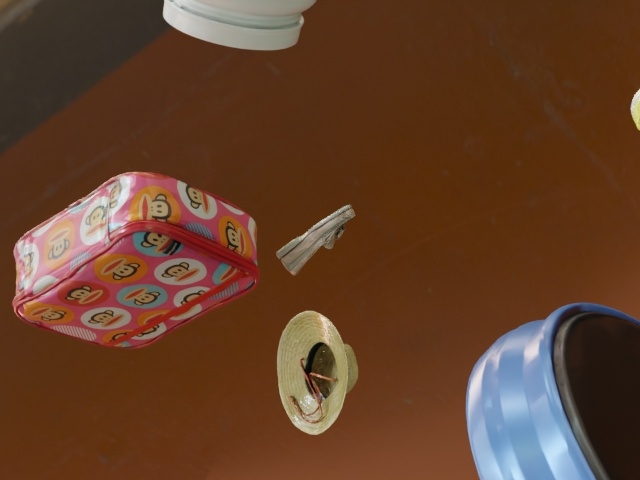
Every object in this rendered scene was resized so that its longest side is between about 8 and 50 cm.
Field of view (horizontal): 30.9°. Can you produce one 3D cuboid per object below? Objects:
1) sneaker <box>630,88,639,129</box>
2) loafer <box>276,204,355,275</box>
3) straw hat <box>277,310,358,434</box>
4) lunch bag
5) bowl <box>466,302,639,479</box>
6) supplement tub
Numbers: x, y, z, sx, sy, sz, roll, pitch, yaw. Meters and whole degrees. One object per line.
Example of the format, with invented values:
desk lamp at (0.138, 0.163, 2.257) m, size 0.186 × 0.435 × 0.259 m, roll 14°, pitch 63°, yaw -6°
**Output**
sneaker at (0.428, -0.155, 1.194) m, size 0.091 × 0.240 × 0.126 m, roll -15°, pitch 71°, yaw -29°
loafer at (0.000, 0.000, 1.461) m, size 0.125 × 0.045 × 0.039 m, roll -34°, pitch 87°, yaw 29°
straw hat at (0.011, 0.154, 1.373) m, size 0.144 × 0.061 × 0.145 m, roll -1°, pitch 88°, yaw 52°
lunch bag at (-0.227, 0.038, 1.504) m, size 0.293 × 0.258 × 0.120 m, roll -28°, pitch 54°, yaw 33°
bowl at (0.279, 0.209, 0.876) m, size 0.077 × 0.391 × 0.391 m, roll -46°, pitch 63°, yaw 27°
supplement tub at (-0.093, -0.435, 1.549) m, size 0.228 × 0.228 × 0.316 m, roll 25°, pitch 118°, yaw 22°
